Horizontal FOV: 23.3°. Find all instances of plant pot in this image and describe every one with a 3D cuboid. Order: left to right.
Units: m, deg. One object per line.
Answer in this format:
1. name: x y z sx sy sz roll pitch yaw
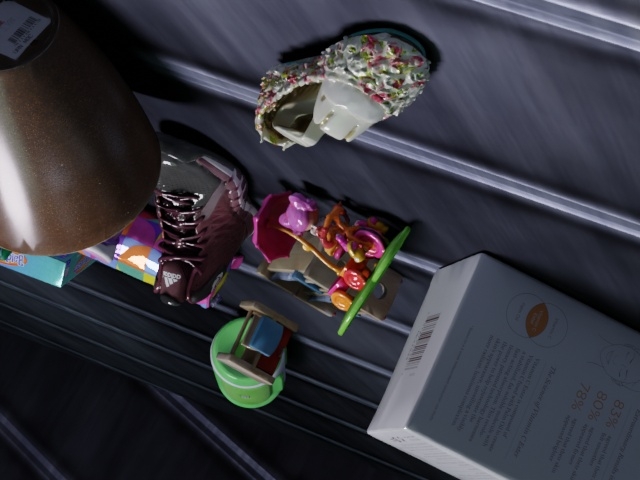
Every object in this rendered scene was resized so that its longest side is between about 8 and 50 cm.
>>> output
1. plant pot: -0.283 -0.136 1.533 0.215 0.215 0.230 20 151 18

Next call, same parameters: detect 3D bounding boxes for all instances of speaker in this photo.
1. speaker: -0.124 0.217 2.715 0.131 0.131 0.296 23 167 5

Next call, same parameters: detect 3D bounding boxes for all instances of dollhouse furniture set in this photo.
1. dollhouse furniture set: -0.013 0.096 1.919 0.129 0.183 0.129 32 165 -28

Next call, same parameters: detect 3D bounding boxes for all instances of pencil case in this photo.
1. pencil case: -0.234 0.012 2.183 0.236 0.104 0.104 24 167 2

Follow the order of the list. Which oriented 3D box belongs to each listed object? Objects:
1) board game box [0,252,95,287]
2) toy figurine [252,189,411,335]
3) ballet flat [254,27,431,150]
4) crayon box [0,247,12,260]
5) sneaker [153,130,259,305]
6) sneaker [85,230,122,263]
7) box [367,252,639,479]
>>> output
1. board game box: -0.464 -0.004 2.440 0.210 0.047 0.160 19 -159 11
2. toy figurine: 0.000 0.000 1.735 0.159 0.130 0.173 33 145 3
3. ballet flat: 0.014 -0.115 1.294 0.091 0.077 0.241 30 165 -19
4. crayon box: -0.520 -0.090 2.003 0.278 0.081 0.165 21 154 25
5. sneaker: -0.153 -0.008 1.816 0.106 0.162 0.281 20 166 21
6. sneaker: -0.299 -0.061 2.044 0.095 0.104 0.236 31 -173 -31
7. box: 0.262 0.191 1.737 0.345 0.215 0.168 27 167 -8
